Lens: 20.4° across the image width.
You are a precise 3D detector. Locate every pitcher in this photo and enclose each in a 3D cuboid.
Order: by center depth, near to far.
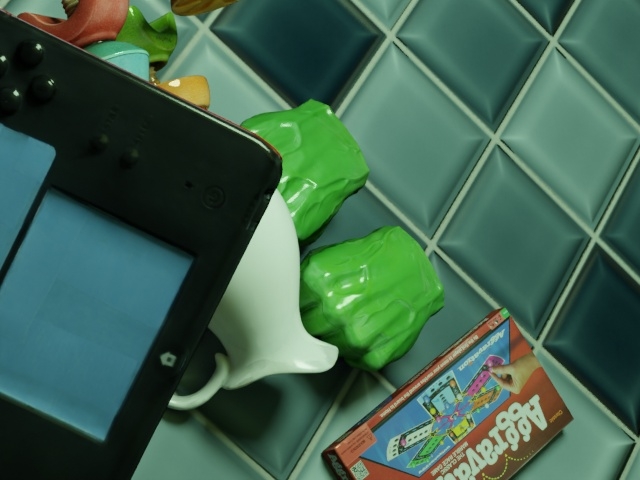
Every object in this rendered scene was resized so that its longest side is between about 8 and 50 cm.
[{"bbox_3d":[-0.097,0.043,1.636,0.178,0.125,0.207,-22,104,-8],"label":"pitcher"}]

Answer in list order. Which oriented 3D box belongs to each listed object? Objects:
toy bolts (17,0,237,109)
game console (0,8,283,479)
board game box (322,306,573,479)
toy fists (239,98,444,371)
[{"bbox_3d":[-0.137,-0.154,1.598,0.228,0.218,0.158,-8,73,-63],"label":"toy bolts"},{"bbox_3d":[-0.259,0.026,1.418,0.342,0.060,0.386,27,98,-2],"label":"game console"},{"bbox_3d":[0.136,0.199,1.816,0.281,0.027,0.145,-36,97,-37],"label":"board game box"},{"bbox_3d":[0.000,0.000,1.750,0.142,0.096,0.279,-33,92,-44],"label":"toy fists"}]
